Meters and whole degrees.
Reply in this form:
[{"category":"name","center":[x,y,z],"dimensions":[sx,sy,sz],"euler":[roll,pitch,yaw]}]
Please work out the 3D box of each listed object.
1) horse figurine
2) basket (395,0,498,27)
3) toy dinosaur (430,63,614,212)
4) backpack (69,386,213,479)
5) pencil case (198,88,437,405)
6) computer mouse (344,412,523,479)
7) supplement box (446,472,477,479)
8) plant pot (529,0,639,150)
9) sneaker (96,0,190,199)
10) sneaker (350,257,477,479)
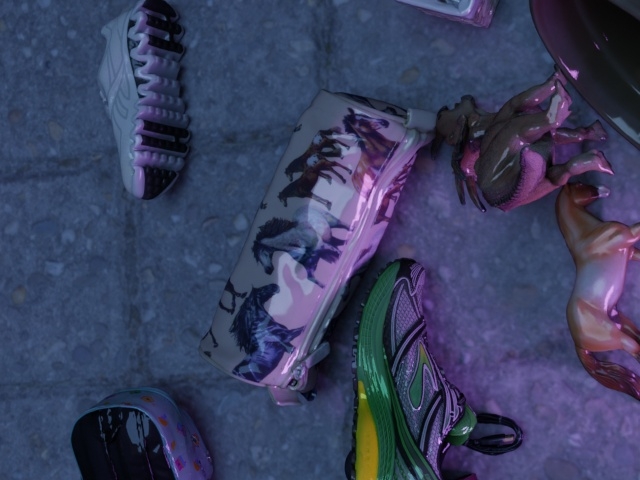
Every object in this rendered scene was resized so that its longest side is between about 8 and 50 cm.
[{"category":"horse figurine","center":[0.350,0.059,1.219],"dimensions":[0.174,0.066,0.263],"euler":[6,87,19]},{"category":"basket","center":[0.173,-0.356,1.298],"dimensions":[0.113,0.103,0.167],"euler":[20,95,24]},{"category":"toy dinosaur","center":[0.217,-0.093,1.205],"dimensions":[0.200,0.296,0.127],"euler":[-31,105,21]},{"category":"backpack","center":[-0.245,0.293,1.425],"dimensions":[0.166,0.144,0.188],"euler":[-15,104,25]},{"category":"pencil case","center":[0.000,0.000,1.324],"dimensions":[0.183,0.160,0.410],"euler":[32,100,40]},{"category":"computer mouse","center":[0.136,0.265,1.311],"dimensions":[0.242,0.041,0.071],"euler":[-21,65,21]},{"category":"supplement box","center":[0.113,0.366,1.300],"dimensions":[0.188,0.081,0.104],"euler":[-21,78,22]},{"category":"plant pot","center":[0.429,-0.249,1.093],"dimensions":[0.280,0.323,0.323],"euler":[-46,70,-2]},{"category":"sneaker","center":[-0.260,-0.196,1.493],"dimensions":[0.118,0.110,0.292],"euler":[-9,75,31]},{"category":"sneaker","center":[0.114,0.185,1.269],"dimensions":[0.146,0.134,0.343],"euler":[-3,67,8]}]
